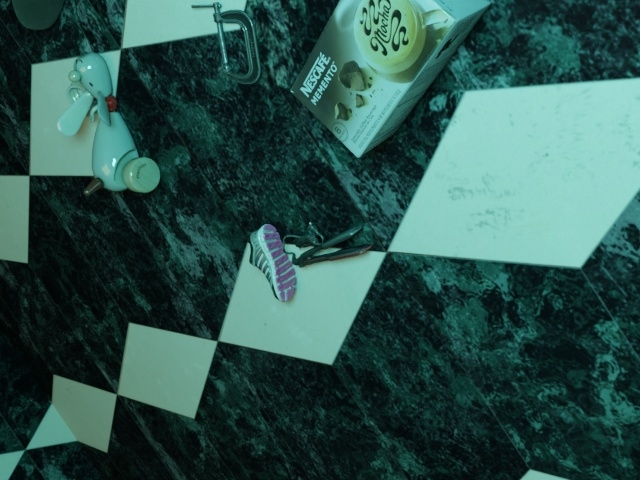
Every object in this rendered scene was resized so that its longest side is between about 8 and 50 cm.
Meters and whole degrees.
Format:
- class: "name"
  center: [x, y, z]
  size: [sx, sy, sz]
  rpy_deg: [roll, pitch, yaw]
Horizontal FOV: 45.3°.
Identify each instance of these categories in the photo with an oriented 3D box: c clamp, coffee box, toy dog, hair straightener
- class: "c clamp"
  center: [-0.170, -0.374, 1.452]
  size: [0.137, 0.022, 0.160]
  rpy_deg: [3, 116, 35]
- class: "coffee box"
  center: [0.098, -0.295, 1.187]
  size: [0.168, 0.119, 0.297]
  rpy_deg: [46, 137, 8]
- class: "toy dog"
  center: [-0.508, -0.234, 1.734]
  size: [0.220, 0.161, 0.333]
  rpy_deg: [-25, 98, 47]
- class: "hair straightener"
  center: [0.000, 0.000, 1.525]
  size: [0.230, 0.047, 0.089]
  rpy_deg: [-13, 106, 50]

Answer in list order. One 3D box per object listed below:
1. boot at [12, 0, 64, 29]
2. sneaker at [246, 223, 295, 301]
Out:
- class: "boot"
  center: [-0.623, -0.607, 1.672]
  size: [0.305, 0.112, 0.115]
  rpy_deg: [108, 146, -46]
- class: "sneaker"
  center: [-0.109, 0.050, 1.633]
  size: [0.075, 0.063, 0.170]
  rpy_deg: [-10, 104, 44]
